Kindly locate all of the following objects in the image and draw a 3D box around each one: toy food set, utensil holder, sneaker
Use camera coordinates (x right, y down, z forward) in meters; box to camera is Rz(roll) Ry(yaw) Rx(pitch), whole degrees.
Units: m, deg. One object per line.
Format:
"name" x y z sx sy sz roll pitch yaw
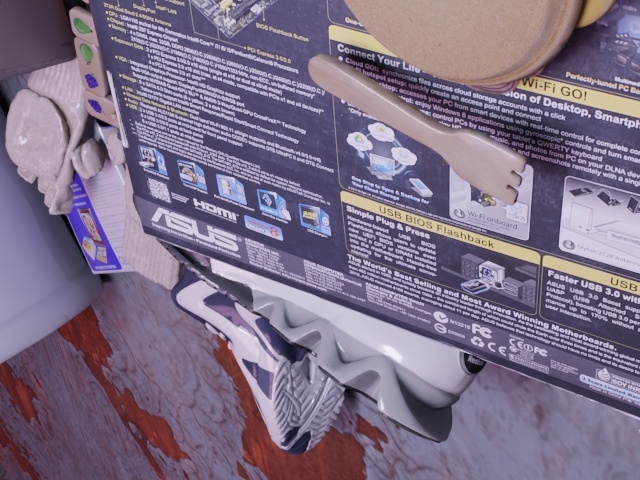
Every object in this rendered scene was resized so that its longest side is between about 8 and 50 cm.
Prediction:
"toy food set" 0.054 -0.115 0.426 0.132 0.038 0.192 34 145 21
"utensil holder" -0.502 -0.032 1.369 0.327 0.327 0.386 -8 112 60
"sneaker" 0.000 0.000 0.816 0.330 0.146 0.122 31 -176 34
"sneaker" -0.064 0.076 1.029 0.153 0.094 0.235 23 138 48

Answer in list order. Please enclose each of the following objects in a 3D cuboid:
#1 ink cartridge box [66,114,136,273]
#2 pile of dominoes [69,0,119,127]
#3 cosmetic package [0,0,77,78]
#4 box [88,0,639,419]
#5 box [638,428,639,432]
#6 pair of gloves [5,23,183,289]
"ink cartridge box" -0.237 -0.064 1.202 0.206 0.045 0.208 -4 114 58
"pile of dominoes" -0.122 -0.127 0.904 0.251 0.040 0.196 26 142 24
"cosmetic package" -0.431 -0.214 1.035 0.365 0.155 0.197 -11 101 26
"box" 0.061 -0.083 0.547 0.394 0.097 0.318 19 140 26
"box" 0.297 0.202 0.639 0.159 0.044 0.233 -2 118 59
"pair of gloves" -0.212 -0.080 1.079 0.240 0.042 0.204 36 129 14
